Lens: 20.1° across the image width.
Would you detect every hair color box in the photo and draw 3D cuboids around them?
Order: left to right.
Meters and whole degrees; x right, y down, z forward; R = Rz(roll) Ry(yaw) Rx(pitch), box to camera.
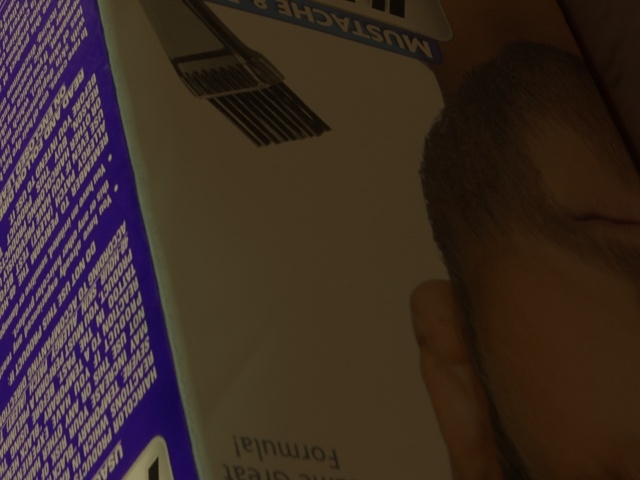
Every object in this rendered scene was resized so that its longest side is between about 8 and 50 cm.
[{"bbox_3d":[0.000,0.000,0.516,0.110,0.185,0.339,-53,38,35],"label":"hair color box"}]
